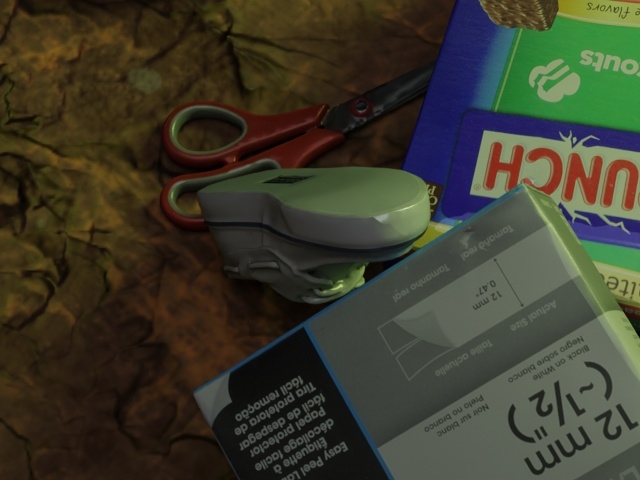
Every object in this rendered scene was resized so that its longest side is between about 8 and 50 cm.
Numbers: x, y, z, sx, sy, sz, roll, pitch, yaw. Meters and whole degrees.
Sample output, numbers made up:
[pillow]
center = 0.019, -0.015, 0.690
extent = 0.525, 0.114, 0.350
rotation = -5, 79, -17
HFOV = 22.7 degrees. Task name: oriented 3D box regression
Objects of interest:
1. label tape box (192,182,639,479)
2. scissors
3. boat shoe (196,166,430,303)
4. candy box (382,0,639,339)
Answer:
[label tape box]
center = 0.117, 0.177, 0.979
extent = 0.249, 0.115, 0.348
rotation = -32, 77, 12
[scissors]
center = 0.018, -0.083, 1.214
extent = 0.297, 0.021, 0.109
rotation = -13, 64, -3
[boat shoe]
center = 0.000, 0.000, 1.067
extent = 0.095, 0.258, 0.084
rotation = -17, 102, -21
[candy box]
center = 0.212, -0.089, 1.131
extent = 0.268, 0.122, 0.317
rotation = 14, 73, 14
